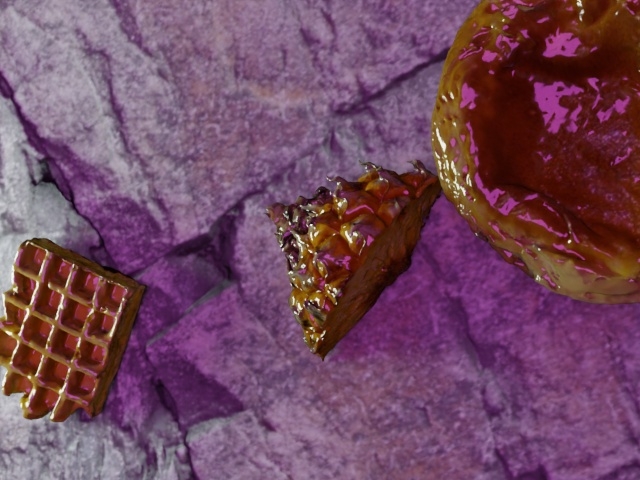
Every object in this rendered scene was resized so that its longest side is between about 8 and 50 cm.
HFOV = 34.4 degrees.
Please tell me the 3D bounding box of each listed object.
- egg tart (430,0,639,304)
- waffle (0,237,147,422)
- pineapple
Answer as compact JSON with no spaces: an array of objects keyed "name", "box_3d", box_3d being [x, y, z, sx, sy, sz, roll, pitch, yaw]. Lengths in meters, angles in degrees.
[{"name":"egg tart","box_3d":[0.282,-0.112,1.001,0.352,0.150,0.351,0,89,22]},{"name":"waffle","box_3d":[-0.319,0.120,1.246,0.160,0.055,0.210,25,100,14]},{"name":"pineapple","box_3d":[0.004,-0.004,1.101,0.164,0.140,0.250,44,107,12]}]
